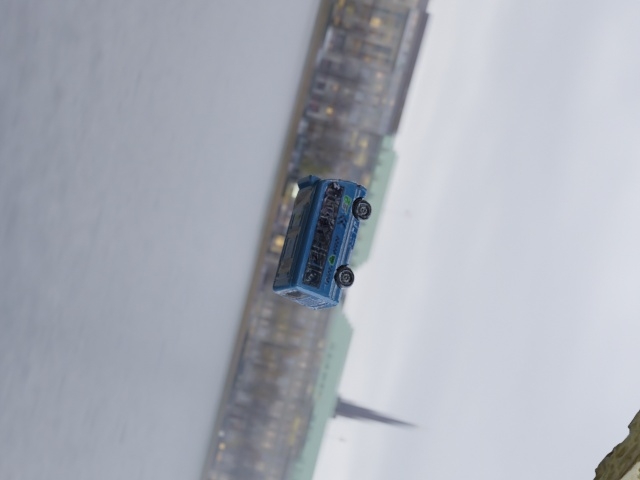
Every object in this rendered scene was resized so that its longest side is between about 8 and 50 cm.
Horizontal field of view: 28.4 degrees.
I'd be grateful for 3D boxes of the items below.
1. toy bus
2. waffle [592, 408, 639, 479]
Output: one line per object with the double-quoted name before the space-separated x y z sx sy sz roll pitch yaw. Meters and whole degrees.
"toy bus" 0.000 0.000 0.815 0.038 0.046 0.083 -16 -124 61
"waffle" 0.291 0.289 1.129 0.274 0.168 0.057 -53 -173 4
